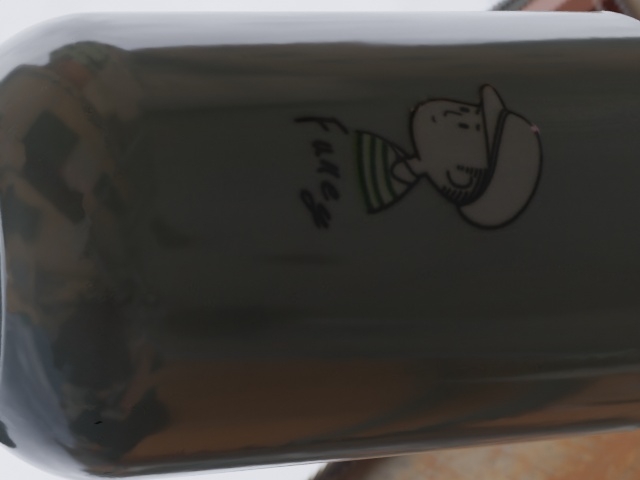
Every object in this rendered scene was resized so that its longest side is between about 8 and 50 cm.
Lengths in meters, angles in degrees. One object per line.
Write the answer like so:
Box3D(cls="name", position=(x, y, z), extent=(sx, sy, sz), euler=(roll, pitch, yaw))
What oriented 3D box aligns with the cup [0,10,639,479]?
Box3D(cls="cup", position=(0.000, 0.000, 0.635), extent=(0.312, 0.205, 0.206), euler=(-4, -76, -25))
